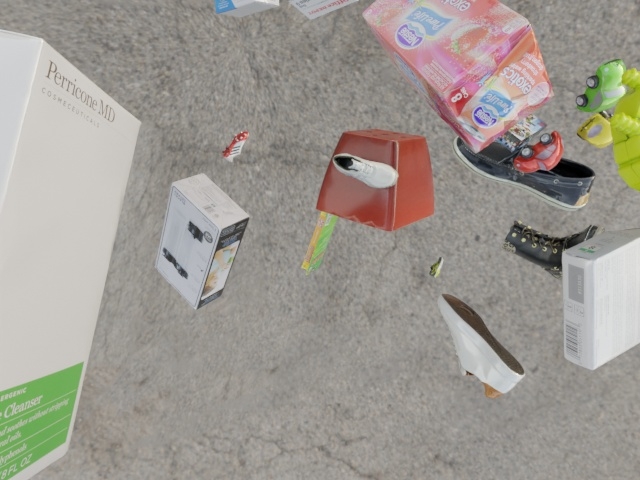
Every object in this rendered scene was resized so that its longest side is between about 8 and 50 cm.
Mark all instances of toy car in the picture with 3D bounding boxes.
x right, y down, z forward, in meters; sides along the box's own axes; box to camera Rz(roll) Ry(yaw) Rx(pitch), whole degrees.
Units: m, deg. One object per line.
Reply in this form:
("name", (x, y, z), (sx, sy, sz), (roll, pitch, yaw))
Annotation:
("toy car", (0.490, -0.222, 0.851), (0.239, 0.053, 0.225), (-22, 150, -10))

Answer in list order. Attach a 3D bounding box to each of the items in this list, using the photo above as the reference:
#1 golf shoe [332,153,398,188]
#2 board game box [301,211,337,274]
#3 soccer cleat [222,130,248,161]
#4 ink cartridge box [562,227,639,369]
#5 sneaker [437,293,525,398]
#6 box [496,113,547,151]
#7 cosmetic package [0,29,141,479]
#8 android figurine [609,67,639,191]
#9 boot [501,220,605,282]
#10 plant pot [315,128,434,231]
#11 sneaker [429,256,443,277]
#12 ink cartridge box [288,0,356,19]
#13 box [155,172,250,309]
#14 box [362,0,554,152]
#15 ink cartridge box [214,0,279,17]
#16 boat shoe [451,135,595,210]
("golf shoe", (0.110, -0.180, 1.199), (0.176, 0.086, 0.069), (19, 97, 21))
("board game box", (0.000, 0.000, 1.739), (0.039, 0.124, 0.259), (24, 108, 18))
("soccer cleat", (-0.197, -0.222, 1.102), (0.083, 0.029, 0.035), (-52, 144, -10))
("ink cartridge box", (0.454, 0.065, 0.683), (0.225, 0.056, 0.180), (-21, 112, -20))
("sneaker", (0.358, 0.256, 1.150), (0.106, 0.290, 0.123), (13, 120, -32))
("box", (0.566, -0.354, 1.398), (0.159, 0.233, 0.044), (44, 135, 17))
("cosmetic package", (-0.302, 0.024, 0.410), (0.155, 0.197, 0.365), (12, 87, 2))
("android figurine", (0.473, -0.116, 0.568), (0.273, 0.056, 0.248), (25, 78, -7))
("boot", (0.526, 0.006, 1.077), (0.179, 0.236, 0.085), (30, 74, 20))
("plant pot", (0.173, -0.195, 1.366), (0.267, 0.267, 0.235), (-20, 121, -47))
("sneaker", (0.400, 0.089, 1.614), (0.035, 0.083, 0.031), (19, 151, 14))
("ink cartridge box", (-0.038, -0.815, 1.390), (0.289, 0.211, 0.121), (17, 78, -47))
("box", (-0.287, 0.008, 1.098), (0.169, 0.087, 0.289), (41, 131, 17))
("box", (0.208, -0.304, 0.749), (0.142, 0.299, 0.154), (-37, 138, 14))
("ink cartridge box", (-0.172, -0.614, 1.037), (0.082, 0.140, 0.190), (-21, 112, -47))
("boat shoe", (0.712, -0.276, 1.644), (0.501, 0.186, 0.155), (29, 143, 17))
